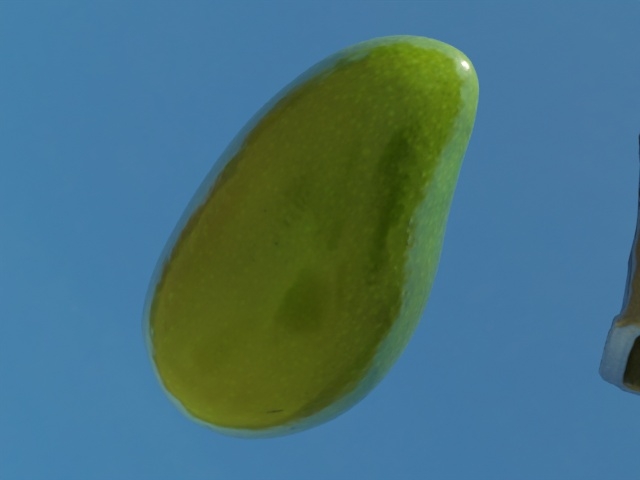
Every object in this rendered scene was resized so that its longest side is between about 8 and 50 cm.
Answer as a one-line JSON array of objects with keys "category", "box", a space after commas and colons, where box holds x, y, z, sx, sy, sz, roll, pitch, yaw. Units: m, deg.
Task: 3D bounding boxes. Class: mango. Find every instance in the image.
[{"category": "mango", "box": [0.000, 0.000, 1.115, 0.192, 0.156, 0.343, 38, -66, 10]}]

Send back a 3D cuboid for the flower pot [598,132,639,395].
[{"category": "flower pot", "box": [0.228, 0.016, 0.611, 0.229, 0.103, 0.108, 12, -115, -2]}]
